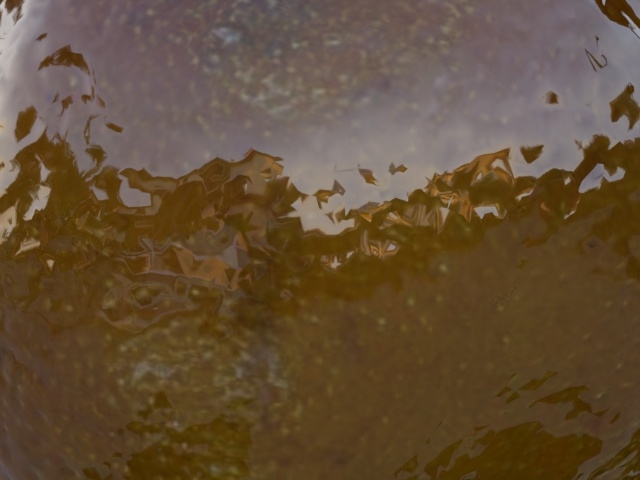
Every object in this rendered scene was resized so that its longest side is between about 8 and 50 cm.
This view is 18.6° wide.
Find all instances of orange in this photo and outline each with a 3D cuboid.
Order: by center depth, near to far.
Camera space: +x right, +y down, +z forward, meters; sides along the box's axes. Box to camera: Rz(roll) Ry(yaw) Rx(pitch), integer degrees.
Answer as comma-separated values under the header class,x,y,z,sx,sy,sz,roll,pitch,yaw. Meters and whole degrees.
class,x,y,z,sx,sy,sz,roll,pitch,yaw
orange,0.000,0.000,0.595,0.264,0.264,0.264,-2,12,0
